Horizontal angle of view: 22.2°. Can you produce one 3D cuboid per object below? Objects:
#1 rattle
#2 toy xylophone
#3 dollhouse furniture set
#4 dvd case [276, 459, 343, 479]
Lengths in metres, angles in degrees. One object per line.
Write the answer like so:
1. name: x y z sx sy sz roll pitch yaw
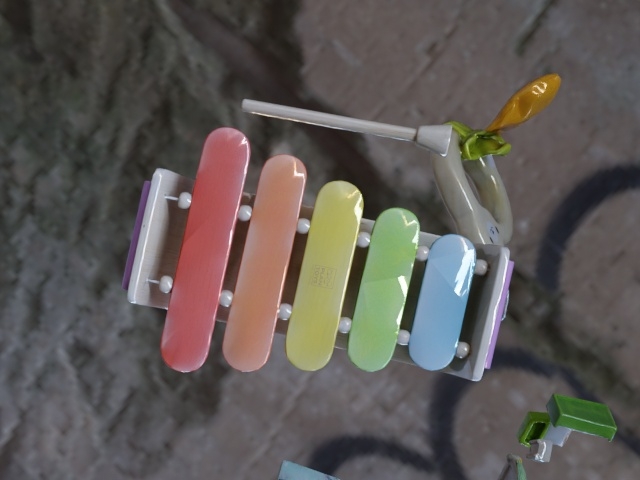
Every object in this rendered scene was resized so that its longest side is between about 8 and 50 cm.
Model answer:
1. rattle: 0.186 -0.034 1.528 0.142 0.200 0.130 -17 145 9
2. toy xylophone: 0.000 0.000 1.372 0.081 0.322 0.236 121 -26 -88
3. dollhouse furniture set: 0.211 0.212 1.503 0.076 0.058 0.152 -102 -149 -60
4. dvd case: 0.004 0.298 1.793 0.013 0.119 0.087 120 -10 -51
